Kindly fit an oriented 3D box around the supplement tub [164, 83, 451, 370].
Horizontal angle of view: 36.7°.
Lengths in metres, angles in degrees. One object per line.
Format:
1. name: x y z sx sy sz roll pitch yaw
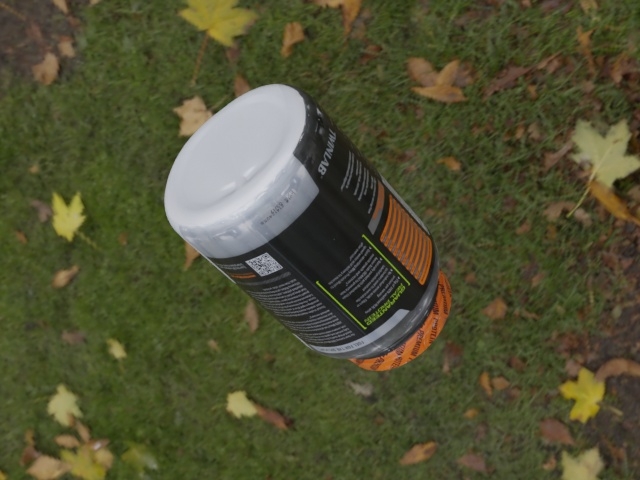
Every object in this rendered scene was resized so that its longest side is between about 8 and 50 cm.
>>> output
1. supplement tub: 0.000 0.000 0.627 0.117 0.117 0.190 -11 138 36
